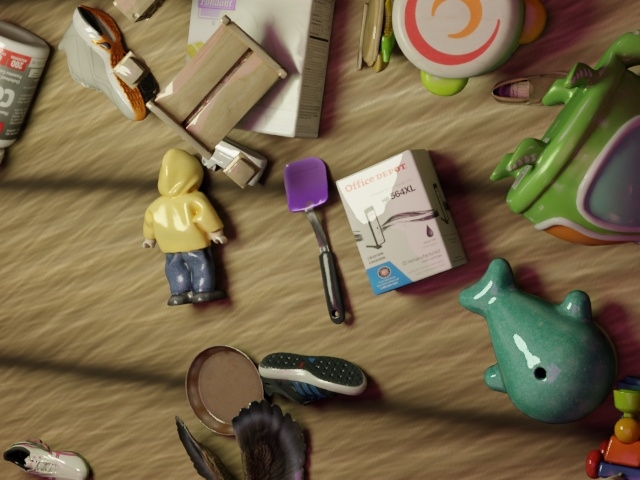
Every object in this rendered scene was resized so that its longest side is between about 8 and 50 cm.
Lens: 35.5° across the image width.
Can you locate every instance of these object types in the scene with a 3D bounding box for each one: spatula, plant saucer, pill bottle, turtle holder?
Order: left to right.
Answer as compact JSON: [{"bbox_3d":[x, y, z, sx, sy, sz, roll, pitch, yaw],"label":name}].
[{"bbox_3d":[-0.658,-0.283,1.975,0.161,0.161,0.283,32,107,21],"label":"pill bottle"},{"bbox_3d":[-0.172,0.273,1.842,0.169,0.029,0.168,3,96,27],"label":"plant saucer"},{"bbox_3d":[0.000,0.000,1.732,0.084,0.030,0.296,-16,86,25],"label":"spatula"},{"bbox_3d":[0.414,-0.137,1.423,0.227,0.243,0.320,34,70,3],"label":"turtle holder"}]

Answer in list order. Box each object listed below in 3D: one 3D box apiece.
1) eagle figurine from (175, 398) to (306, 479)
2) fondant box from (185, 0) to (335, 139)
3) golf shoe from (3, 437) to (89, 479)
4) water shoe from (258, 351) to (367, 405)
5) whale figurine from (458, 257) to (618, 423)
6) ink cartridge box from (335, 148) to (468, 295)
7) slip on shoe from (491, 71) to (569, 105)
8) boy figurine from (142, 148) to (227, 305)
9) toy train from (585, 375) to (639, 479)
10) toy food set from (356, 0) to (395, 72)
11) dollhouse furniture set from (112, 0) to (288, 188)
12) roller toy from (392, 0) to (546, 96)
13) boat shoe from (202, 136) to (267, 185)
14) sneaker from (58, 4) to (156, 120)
[{"bbox_3d":[-0.141,0.449,1.767,0.225,0.227,0.298,116,153,-60],"label":"eagle figurine"},{"bbox_3d":[-0.106,-0.353,1.726,0.238,0.096,0.330,11,98,26],"label":"fondant box"},{"bbox_3d":[-0.554,0.456,2.020,0.186,0.086,0.067,11,97,25],"label":"golf shoe"},{"bbox_3d":[-0.010,0.248,1.747,0.203,0.073,0.080,9,124,26],"label":"water shoe"},{"bbox_3d":[0.319,0.154,1.518,0.216,0.141,0.272,-46,72,23],"label":"whale figurine"},{"bbox_3d":[0.131,-0.031,1.632,0.148,0.086,0.203,-23,84,27],"label":"ink cartridge box"},{"bbox_3d":[0.329,-0.233,1.540,0.135,0.041,0.051,3,95,27],"label":"slip on shoe"},{"bbox_3d":[-0.254,-0.024,1.828,0.177,0.092,0.285,-10,88,28],"label":"boy figurine"},{"bbox_3d":[0.433,0.275,1.412,0.105,0.248,0.143,5,91,27],"label":"toy train"},{"bbox_3d":[0.095,-0.333,1.596,0.039,0.192,0.132,6,95,-7],"label":"toy food set"},{"bbox_3d":[-0.156,-0.324,1.679,0.355,0.174,0.303,43,101,-12],"label":"dollhouse furniture set"},{"bbox_3d":[0.218,-0.345,1.531,0.209,0.146,0.191,-35,88,20],"label":"roller toy"},{"bbox_3d":[-0.182,-0.154,1.802,0.184,0.066,0.063,25,104,13],"label":"boat shoe"},{"bbox_3d":[-0.407,-0.314,1.892,0.121,0.099,0.262,-44,66,30],"label":"sneaker"}]
